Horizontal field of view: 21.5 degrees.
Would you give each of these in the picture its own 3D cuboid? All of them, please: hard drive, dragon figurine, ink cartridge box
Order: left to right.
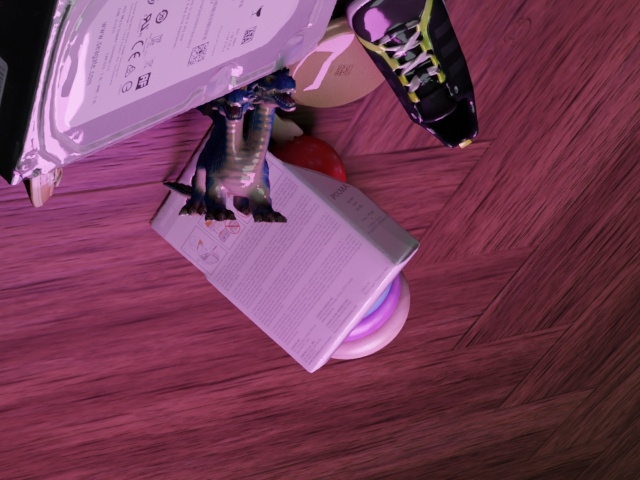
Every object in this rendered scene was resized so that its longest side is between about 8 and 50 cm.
[{"bbox_3d":[-0.098,-0.193,1.257,0.339,0.064,0.237,-30,153,-42],"label":"hard drive"},{"bbox_3d":[-0.079,-0.091,1.516,0.085,0.144,0.289,2,-176,-13],"label":"dragon figurine"},{"bbox_3d":[-0.038,-0.004,1.652,0.056,0.224,0.181,-39,169,-50],"label":"ink cartridge box"}]

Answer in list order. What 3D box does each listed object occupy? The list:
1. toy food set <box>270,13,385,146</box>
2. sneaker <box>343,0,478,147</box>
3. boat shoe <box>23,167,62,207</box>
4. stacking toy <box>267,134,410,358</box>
[{"bbox_3d":[0.017,-0.172,1.589,0.192,0.038,0.132,-29,148,9],"label":"toy food set"},{"bbox_3d":[0.098,-0.159,1.528,0.084,0.097,0.234,-30,148,10],"label":"sneaker"},{"bbox_3d":[-0.236,-0.085,1.449,0.048,0.056,0.153,-16,144,-18],"label":"boat shoe"},{"bbox_3d":[0.000,0.000,1.785,0.141,0.141,0.330,-29,149,-3],"label":"stacking toy"}]
